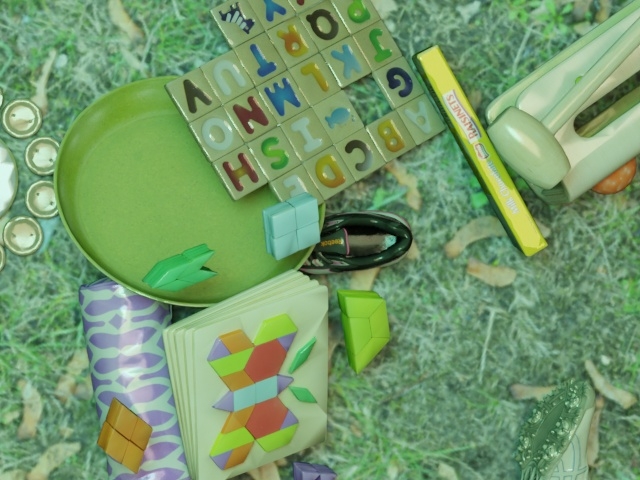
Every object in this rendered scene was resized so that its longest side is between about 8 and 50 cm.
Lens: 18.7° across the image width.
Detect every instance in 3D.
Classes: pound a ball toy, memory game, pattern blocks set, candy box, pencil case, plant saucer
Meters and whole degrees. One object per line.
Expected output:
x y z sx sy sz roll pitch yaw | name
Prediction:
0.289 -0.132 1.740 0.319 0.208 0.135 -36 95 -8 | pound a ball toy
-0.320 -0.056 1.745 0.186 0.012 0.186 0 90 -9 | memory game
-0.059 0.125 1.684 0.285 0.026 0.325 -32 131 -18 | pattern blocks set
0.143 -0.083 1.768 0.027 0.105 0.206 -29 94 4 | candy box
-0.160 0.124 1.737 0.088 0.086 0.206 -9 93 -31 | pencil case
-0.117 -0.038 1.719 0.241 0.037 0.241 6 58 -10 | plant saucer

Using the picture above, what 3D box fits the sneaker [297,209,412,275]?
0.000 0.000 1.762 0.178 0.077 0.072 -11 90 -8 | sneaker

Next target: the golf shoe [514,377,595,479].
0.223 0.217 1.813 0.086 0.069 0.176 25 89 -28 | golf shoe

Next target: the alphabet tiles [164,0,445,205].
-0.020 -0.136 1.738 0.237 0.009 0.198 -32 91 -33 | alphabet tiles
